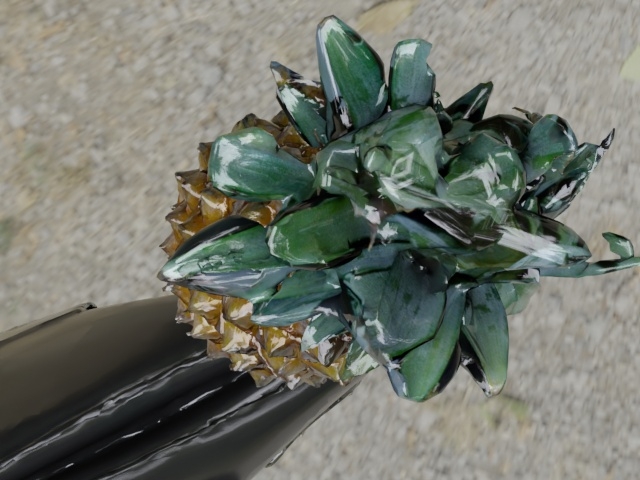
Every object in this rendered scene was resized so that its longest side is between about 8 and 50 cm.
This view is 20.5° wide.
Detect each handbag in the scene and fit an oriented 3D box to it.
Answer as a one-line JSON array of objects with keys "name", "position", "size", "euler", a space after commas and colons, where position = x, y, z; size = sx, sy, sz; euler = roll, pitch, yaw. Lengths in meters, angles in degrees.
[{"name": "handbag", "position": [-0.105, 0.097, 0.841], "size": [0.288, 0.342, 0.152], "euler": [-27, 87, -4]}]

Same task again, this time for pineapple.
[{"name": "pineapple", "position": [0.000, -0.001, 0.479], "size": [0.103, 0.221, 0.083], "euler": [15, 83, -13]}]
